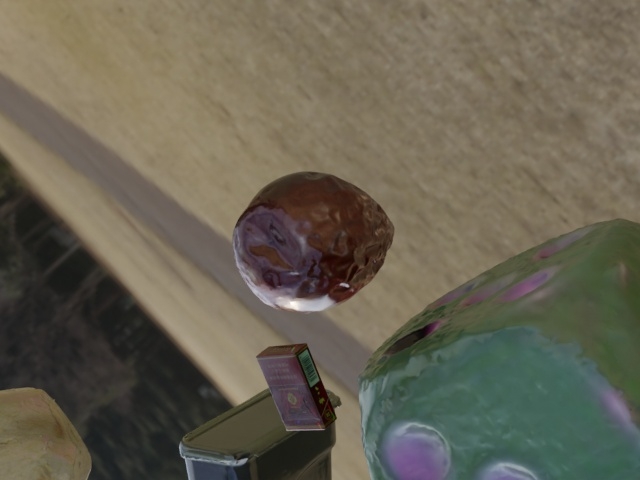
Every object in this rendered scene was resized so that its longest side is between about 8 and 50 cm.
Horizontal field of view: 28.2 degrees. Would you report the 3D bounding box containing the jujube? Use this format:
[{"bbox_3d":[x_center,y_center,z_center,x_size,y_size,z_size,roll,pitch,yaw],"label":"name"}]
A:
[{"bbox_3d":[0.000,0.000,1.496,0.168,0.168,0.236,42,-157,19],"label":"jujube"}]

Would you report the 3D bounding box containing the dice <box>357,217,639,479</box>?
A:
[{"bbox_3d":[0.255,0.184,1.318,0.322,0.330,0.318,61,-149,-4],"label":"dice"}]

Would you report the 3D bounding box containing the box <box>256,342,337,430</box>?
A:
[{"bbox_3d":[-0.023,0.139,1.200,0.051,0.023,0.082,-9,108,43],"label":"box"}]

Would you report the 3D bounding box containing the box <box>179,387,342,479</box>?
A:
[{"bbox_3d":[-0.080,0.334,1.855,0.138,0.274,0.178,3,105,35],"label":"box"}]

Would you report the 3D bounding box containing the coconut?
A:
[{"bbox_3d":[-0.403,0.295,1.623,0.241,0.241,0.241,44,168,12],"label":"coconut"}]
